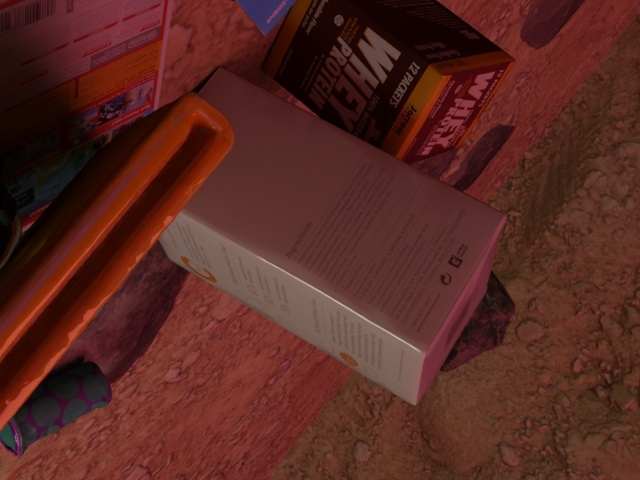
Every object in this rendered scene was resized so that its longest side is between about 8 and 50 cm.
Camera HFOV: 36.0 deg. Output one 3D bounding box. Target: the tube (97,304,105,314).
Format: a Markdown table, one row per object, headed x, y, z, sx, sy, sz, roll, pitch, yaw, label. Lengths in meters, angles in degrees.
| x | y | z | sx | sy | sz | roll | pitch | yaw | label |
| --- | --- | --- | --- | --- | --- | --- | --- | --- | --- |
| -0.235 | 0.016 | 1.015 | 0.207 | 0.052 | 0.080 | 121 | -25 | -55 | tube |

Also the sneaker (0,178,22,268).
| x | y | z | sx | sy | sz | roll | pitch | yaw | label |
| --- | --- | --- | --- | --- | --- | --- | --- | --- | --- |
| -0.290 | -0.044 | 0.705 | 0.127 | 0.126 | 0.321 | -29 | 165 | -37 | sneaker |

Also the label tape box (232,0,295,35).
| x | y | z | sx | sy | sz | roll | pitch | yaw | label |
| --- | --- | --- | --- | --- | --- | --- | --- | --- | --- |
| -0.049 | -0.324 | 0.702 | 0.240 | 0.106 | 0.334 | -49 | 163 | 1 | label tape box |

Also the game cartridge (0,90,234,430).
| x | y | z | sx | sy | sz | roll | pitch | yaw | label |
| --- | --- | --- | --- | --- | --- | --- | --- | --- | --- |
| -0.210 | 0.028 | 0.747 | 0.285 | 0.053 | 0.324 | -53 | -164 | -15 | game cartridge |

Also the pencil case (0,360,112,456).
| x | y | z | sx | sy | sz | roll | pitch | yaw | label |
| --- | --- | --- | --- | --- | --- | --- | --- | --- | --- |
| -0.332 | 0.208 | 1.221 | 0.152 | 0.065 | 0.070 | -27 | 137 | -47 | pencil case |

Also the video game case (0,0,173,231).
| x | y | z | sx | sy | sz | roll | pitch | yaw | label |
| --- | --- | --- | --- | --- | --- | --- | --- | --- | --- |
| -0.217 | -0.128 | 0.853 | 0.204 | 0.025 | 0.285 | -35 | 158 | -36 | video game case |

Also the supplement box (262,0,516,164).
| x | y | z | sx | sy | sz | roll | pitch | yaw | label |
| --- | --- | --- | --- | --- | --- | --- | --- | --- | --- |
| 0.080 | -0.199 | 1.119 | 0.191 | 0.194 | 0.129 | -23 | 149 | -53 | supplement box |

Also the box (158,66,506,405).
| x | y | z | sx | sy | sz | roll | pitch | yaw | label |
| --- | --- | --- | --- | --- | --- | --- | --- | --- | --- |
| 0.000 | 0.000 | 1.064 | 0.168 | 0.345 | 0.215 | -56 | 166 | -18 | box |
